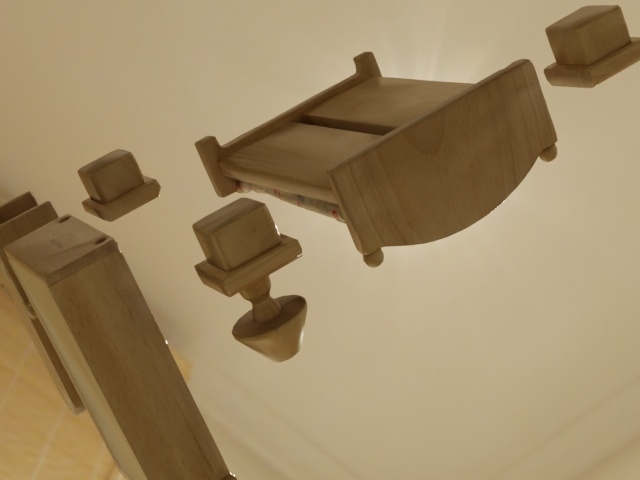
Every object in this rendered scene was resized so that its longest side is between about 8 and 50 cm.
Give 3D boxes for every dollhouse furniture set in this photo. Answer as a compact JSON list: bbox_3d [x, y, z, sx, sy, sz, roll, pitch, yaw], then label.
[{"bbox_3d":[0.000,0.000,0.903,0.355,0.303,0.174,-30,-70,-19],"label":"dollhouse furniture set"}]
